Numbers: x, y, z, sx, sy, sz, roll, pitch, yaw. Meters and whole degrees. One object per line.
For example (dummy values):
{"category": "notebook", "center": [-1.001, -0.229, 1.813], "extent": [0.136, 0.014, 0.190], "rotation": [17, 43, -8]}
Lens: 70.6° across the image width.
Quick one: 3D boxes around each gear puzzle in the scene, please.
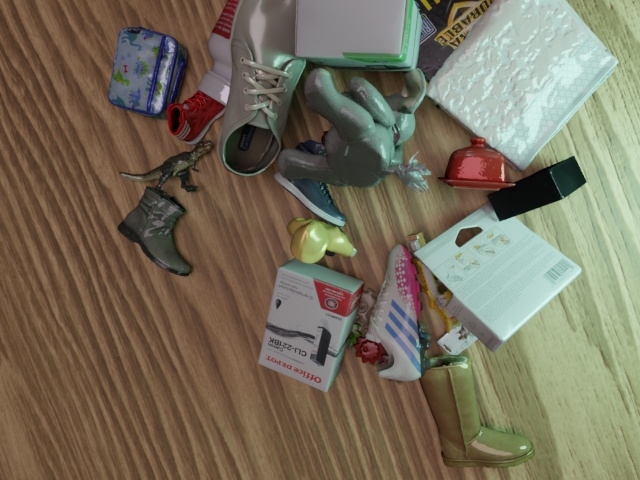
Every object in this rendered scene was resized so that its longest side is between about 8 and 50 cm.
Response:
{"category": "gear puzzle", "center": [0.113, 0.220, 1.175], "extent": [0.339, 0.044, 0.175], "rotation": [33, 98, 6]}

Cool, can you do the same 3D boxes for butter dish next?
{"category": "butter dish", "center": [0.360, -0.180, 1.047], "extent": [0.160, 0.160, 0.118], "rotation": [4, 100, 9]}

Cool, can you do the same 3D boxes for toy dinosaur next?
{"category": "toy dinosaur", "center": [-0.401, -0.179, 1.220], "extent": [0.268, 0.064, 0.118], "rotation": [-21, 74, 1]}

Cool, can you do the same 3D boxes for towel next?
{"category": "towel", "center": [0.456, -0.374, 1.026], "extent": [0.317, 0.053, 0.332], "rotation": [37, 102, -12]}

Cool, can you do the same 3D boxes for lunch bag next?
{"category": "lunch bag", "center": [-0.459, -0.446, 1.211], "extent": [0.176, 0.090, 0.219], "rotation": [18, 97, 5]}

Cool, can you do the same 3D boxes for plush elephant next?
{"category": "plush elephant", "center": [0.108, -0.253, 1.009], "extent": [0.330, 0.255, 0.272], "rotation": [22, 137, 3]}

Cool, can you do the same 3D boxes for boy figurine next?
{"category": "boy figurine", "center": [0.000, 0.000, 1.061], "extent": [0.177, 0.285, 0.092], "rotation": [22, 97, 4]}

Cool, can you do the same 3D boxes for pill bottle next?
{"category": "pill bottle", "center": [-0.122, -0.497, 1.078], "extent": [0.229, 0.229, 0.408], "rotation": [32, 99, 6]}

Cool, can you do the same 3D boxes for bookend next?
{"category": "bookend", "center": [0.507, -0.121, 1.062], "extent": [0.157, 0.156, 0.072], "rotation": [-26, 89, 50]}

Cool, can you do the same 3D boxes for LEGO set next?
{"category": "LEGO set", "center": [0.314, 0.103, 1.108], "extent": [0.107, 0.132, 0.287], "rotation": [-22, 66, -6]}

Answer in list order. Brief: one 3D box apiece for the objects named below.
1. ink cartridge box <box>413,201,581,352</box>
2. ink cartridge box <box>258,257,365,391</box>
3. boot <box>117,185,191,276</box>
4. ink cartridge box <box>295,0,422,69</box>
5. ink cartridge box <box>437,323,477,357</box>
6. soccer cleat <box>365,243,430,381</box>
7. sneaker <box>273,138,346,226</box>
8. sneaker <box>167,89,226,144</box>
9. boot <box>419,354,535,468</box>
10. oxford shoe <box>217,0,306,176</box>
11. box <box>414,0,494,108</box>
{"category": "ink cartridge box", "center": [0.395, 0.065, 1.033], "extent": [0.296, 0.066, 0.261], "rotation": [-30, 62, -25]}
{"category": "ink cartridge box", "center": [-0.025, 0.208, 1.131], "extent": [0.197, 0.114, 0.273], "rotation": [18, 107, 16]}
{"category": "boot", "center": [-0.421, -0.028, 1.235], "extent": [0.246, 0.083, 0.161], "rotation": [39, 93, 4]}
{"category": "ink cartridge box", "center": [0.094, -0.429, 0.950], "extent": [0.211, 0.289, 0.122], "rotation": [8, 107, 16]}
{"category": "ink cartridge box", "center": [0.356, 0.237, 1.143], "extent": [0.115, 0.029, 0.063], "rotation": [-44, 86, 12]}
{"category": "soccer cleat", "center": [0.174, 0.173, 1.096], "extent": [0.143, 0.116, 0.331], "rotation": [-6, 78, 2]}
{"category": "sneaker", "center": [0.010, -0.155, 1.149], "extent": [0.226, 0.086, 0.163], "rotation": [41, 101, 6]}
{"category": "sneaker", "center": [-0.311, -0.351, 1.169], "extent": [0.087, 0.128, 0.221], "rotation": [32, 98, 6]}
{"category": "boot", "center": [0.379, 0.415, 1.111], "extent": [0.236, 0.089, 0.269], "rotation": [-13, 95, 11]}
{"category": "oxford shoe", "center": [-0.120, -0.327, 0.954], "extent": [0.169, 0.130, 0.449], "rotation": [8, 121, -21]}
{"category": "box", "center": [0.337, -0.520, 1.079], "extent": [0.322, 0.079, 0.257], "rotation": [-37, 85, 10]}
